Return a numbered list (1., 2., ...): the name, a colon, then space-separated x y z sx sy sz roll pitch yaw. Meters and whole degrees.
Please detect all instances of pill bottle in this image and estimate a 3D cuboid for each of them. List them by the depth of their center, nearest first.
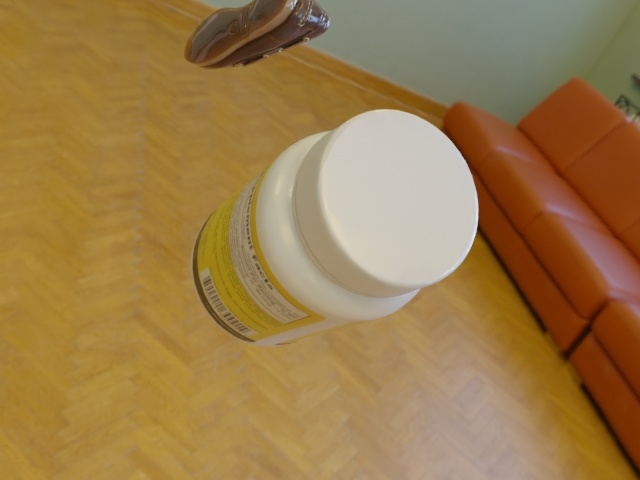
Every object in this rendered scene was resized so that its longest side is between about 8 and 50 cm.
1. pill bottle: 0.000 0.000 0.498 0.119 0.208 0.119 7 74 -25

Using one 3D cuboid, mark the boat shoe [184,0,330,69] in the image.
1. boat shoe: -0.078 -0.239 0.911 0.073 0.073 0.207 21 -16 -42
